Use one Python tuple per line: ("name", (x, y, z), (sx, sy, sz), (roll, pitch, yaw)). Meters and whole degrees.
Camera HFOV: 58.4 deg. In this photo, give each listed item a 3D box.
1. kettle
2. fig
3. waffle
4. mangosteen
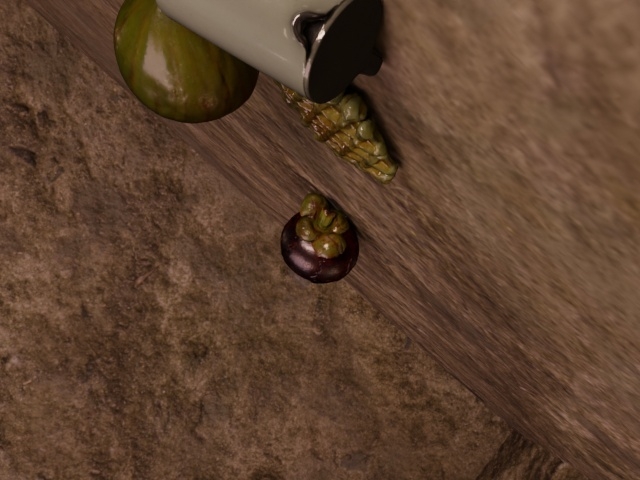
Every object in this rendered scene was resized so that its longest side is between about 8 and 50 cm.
("kettle", (-0.036, -0.171, 0.435), (0.148, 0.098, 0.127), (35, 167, 14))
("fig", (-0.113, -0.208, 0.527), (0.151, 0.151, 0.259), (41, 159, -5))
("waffle", (0.010, -0.138, 0.649), (0.169, 0.036, 0.183), (37, 172, 38))
("mangosteen", (0.000, 0.000, 1.166), (0.166, 0.166, 0.180), (38, 149, 21))
